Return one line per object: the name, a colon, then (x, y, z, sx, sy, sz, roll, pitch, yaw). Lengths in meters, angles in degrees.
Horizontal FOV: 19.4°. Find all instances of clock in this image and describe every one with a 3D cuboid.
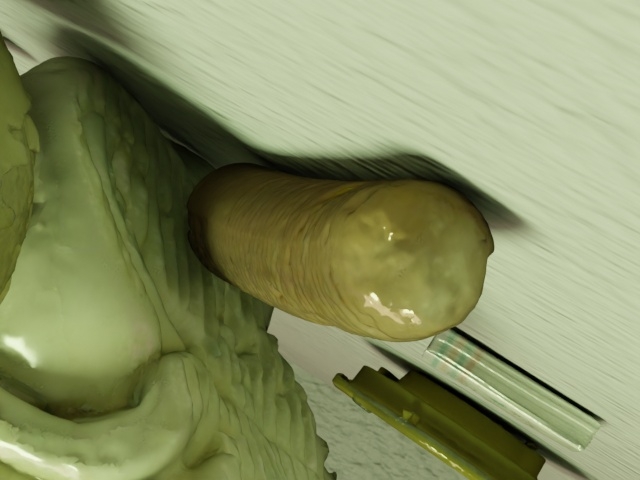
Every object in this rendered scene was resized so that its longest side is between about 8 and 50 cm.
clock: (0.117, 0.164, 1.579, 0.237, 0.057, 0.237, 34, 176, 2)

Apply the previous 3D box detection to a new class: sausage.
sausage: (0.001, 0.001, 0.755, 0.066, 0.065, 0.301, 34, 176, -14)

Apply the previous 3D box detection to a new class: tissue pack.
tissue pack: (0.109, 0.087, 1.087, 0.108, 0.023, 0.056, 32, 174, 3)

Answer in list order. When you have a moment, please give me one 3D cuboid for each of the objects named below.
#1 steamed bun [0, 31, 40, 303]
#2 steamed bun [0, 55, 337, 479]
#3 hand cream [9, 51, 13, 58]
steamed bun: (-0.219, -0.083, 0.725, 0.273, 0.166, 0.232, 49, -167, 26)
steamed bun: (-0.138, 0.065, 0.931, 0.268, 0.207, 0.280, 68, -169, 14)
hand cream: (-0.300, -0.120, 0.946, 0.336, 0.076, 0.121, 15, -167, -47)
